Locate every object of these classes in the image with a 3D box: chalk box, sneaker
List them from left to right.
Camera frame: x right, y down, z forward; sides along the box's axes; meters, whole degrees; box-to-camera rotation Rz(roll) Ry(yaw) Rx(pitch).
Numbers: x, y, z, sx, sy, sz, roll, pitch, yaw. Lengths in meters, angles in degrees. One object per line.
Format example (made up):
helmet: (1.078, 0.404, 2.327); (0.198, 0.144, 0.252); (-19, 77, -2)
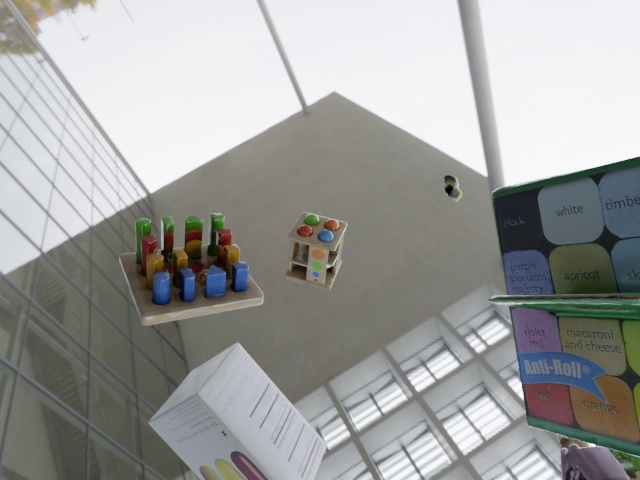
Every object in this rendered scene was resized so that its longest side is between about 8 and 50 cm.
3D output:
sneaker: (0.317, -0.133, 1.140); (0.031, 0.035, 0.083); (-50, -143, 34)
chalk box: (0.244, 0.033, 0.304); (0.288, 0.179, 0.180); (-8, 178, -28)

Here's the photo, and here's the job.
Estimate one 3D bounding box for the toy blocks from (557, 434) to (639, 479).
toy blocks: (0.390, 0.262, 0.626); (0.308, 0.289, 0.260); (1, -125, -8)

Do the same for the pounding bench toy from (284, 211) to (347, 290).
pounding bench toy: (0.000, 0.000, 0.518); (0.052, 0.065, 0.083); (14, -145, 10)

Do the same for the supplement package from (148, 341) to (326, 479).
supplement package: (-0.128, 0.319, 0.771); (0.139, 0.244, 0.134); (-36, -172, 29)

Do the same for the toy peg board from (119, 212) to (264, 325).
toy peg board: (-0.180, 0.026, 0.646); (0.161, 0.079, 0.160); (-7, -150, -30)
